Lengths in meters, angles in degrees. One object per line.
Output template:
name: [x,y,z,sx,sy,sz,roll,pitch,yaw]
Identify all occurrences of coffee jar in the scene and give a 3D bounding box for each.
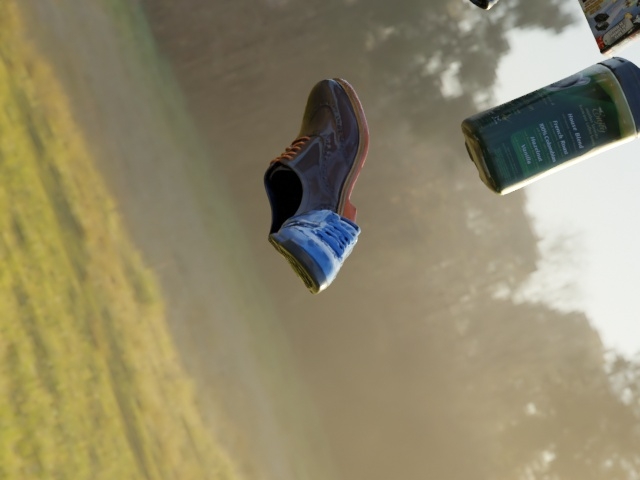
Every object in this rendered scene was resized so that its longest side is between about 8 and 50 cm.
coffee jar: [0.236,-0.114,1.394,0.096,0.184,0.079,-110,176,-75]

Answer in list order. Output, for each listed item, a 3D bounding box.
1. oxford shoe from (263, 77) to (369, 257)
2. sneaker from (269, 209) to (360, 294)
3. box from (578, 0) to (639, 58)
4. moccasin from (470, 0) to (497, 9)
oxford shoe: [-0.009,-0.094,1.701,0.098,0.097,0.271,27,50,-31]
sneaker: [0.000,0.000,1.414,0.069,0.082,0.209,57,-1,-7]
box: [0.387,-0.298,1.740,0.027,0.137,0.094,14,52,-50]
moccasin: [0.149,-0.421,1.839,0.342,0.117,0.137,33,-10,-31]
